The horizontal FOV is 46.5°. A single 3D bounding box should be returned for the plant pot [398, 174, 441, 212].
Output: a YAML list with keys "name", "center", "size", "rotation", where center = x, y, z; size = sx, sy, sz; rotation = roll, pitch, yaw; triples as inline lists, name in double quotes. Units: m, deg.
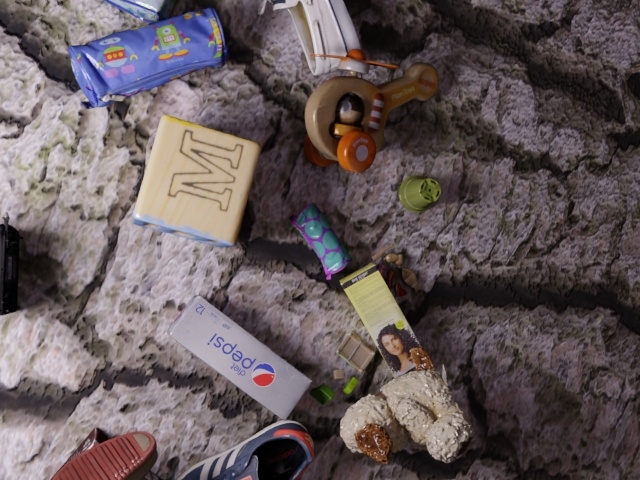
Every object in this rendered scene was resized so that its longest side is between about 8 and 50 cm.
- name: "plant pot"
  center: [0.220, -0.104, 1.596]
  size: [0.083, 0.079, 0.083]
  rotation: [1, 87, -14]

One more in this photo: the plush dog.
- name: "plush dog"
  center: [0.146, 0.347, 1.475]
  size: [0.226, 0.262, 0.210]
  rotation: [-22, 86, -11]

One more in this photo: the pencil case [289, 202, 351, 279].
- name: "pencil case"
  center: [0.000, 0.000, 1.540]
  size: [0.070, 0.064, 0.151]
  rotation: [-39, 97, -29]

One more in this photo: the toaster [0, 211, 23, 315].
- name: "toaster"
  center: [-0.599, 0.045, 1.326]
  size: [0.110, 0.168, 0.185]
  rotation: [2, 88, -14]

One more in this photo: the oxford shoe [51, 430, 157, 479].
- name: "oxford shoe"
  center: [-0.408, 0.468, 1.265]
  size: [0.348, 0.123, 0.130]
  rotation: [-38, 122, -14]

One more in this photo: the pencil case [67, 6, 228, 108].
- name: "pencil case"
  center: [-0.327, -0.352, 1.440]
  size: [0.306, 0.119, 0.133]
  rotation: [-22, 69, -14]

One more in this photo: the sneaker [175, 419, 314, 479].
- name: "sneaker"
  center: [-0.163, 0.471, 1.432]
  size: [0.350, 0.148, 0.131]
  rotation: [-35, 96, -13]

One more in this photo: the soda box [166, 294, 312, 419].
- name: "soda box"
  center: [-0.161, 0.230, 1.473]
  size: [0.286, 0.091, 0.098]
  rotation: [38, 78, -10]

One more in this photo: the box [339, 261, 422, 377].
- name: "box"
  center: [0.133, 0.166, 1.563]
  size: [0.087, 0.058, 0.232]
  rotation: [-31, 95, 1]

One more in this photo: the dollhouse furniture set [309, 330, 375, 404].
- name: "dollhouse furniture set"
  center: [0.044, 0.273, 1.561]
  size: [0.076, 0.058, 0.151]
  rotation: [40, 59, -2]

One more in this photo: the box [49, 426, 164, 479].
- name: "box"
  center: [-0.465, 0.556, 1.356]
  size: [0.191, 0.143, 0.381]
  rotation: [43, 76, -9]

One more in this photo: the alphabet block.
- name: "alphabet block"
  center: [-0.240, -0.105, 1.419]
  size: [0.194, 0.192, 0.197]
  rotation: [16, 85, -15]

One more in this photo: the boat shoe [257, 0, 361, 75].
- name: "boat shoe"
  center: [-0.059, -0.508, 1.524]
  size: [0.157, 0.136, 0.367]
  rotation: [-26, 104, -11]

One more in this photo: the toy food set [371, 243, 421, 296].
- name: "toy food set"
  center: [0.157, 0.071, 1.604]
  size: [0.078, 0.019, 0.122]
  rotation: [-33, 103, -14]

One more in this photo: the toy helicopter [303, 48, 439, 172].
- name: "toy helicopter"
  center: [0.110, -0.302, 1.540]
  size: [0.355, 0.140, 0.234]
  rotation: [-29, 117, -30]

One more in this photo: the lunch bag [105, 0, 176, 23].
- name: "lunch bag"
  center: [-0.356, -0.511, 1.459]
  size: [0.151, 0.096, 0.128]
  rotation: [24, 84, 2]
